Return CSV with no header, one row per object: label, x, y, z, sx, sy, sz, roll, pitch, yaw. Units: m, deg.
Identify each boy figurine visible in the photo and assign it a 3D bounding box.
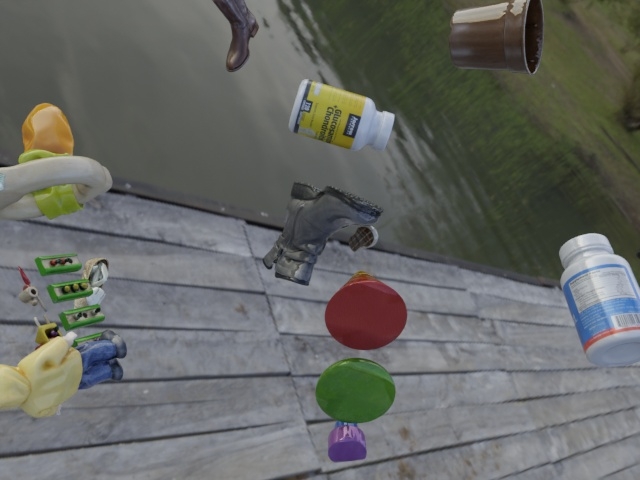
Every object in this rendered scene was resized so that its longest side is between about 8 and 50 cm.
boy figurine,-0.509,0.260,1.166,0.092,0.177,0.285,28,25,33

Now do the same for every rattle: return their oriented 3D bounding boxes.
rattle,-0.311,-0.092,0.619,0.200,0.130,0.142,-1,87,-66

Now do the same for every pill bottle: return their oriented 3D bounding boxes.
pill bottle,0.505,0.102,1.106,0.124,0.124,0.221,27,43,-34
pill bottle,0.040,-0.229,1.164,0.184,0.103,0.103,16,37,-3

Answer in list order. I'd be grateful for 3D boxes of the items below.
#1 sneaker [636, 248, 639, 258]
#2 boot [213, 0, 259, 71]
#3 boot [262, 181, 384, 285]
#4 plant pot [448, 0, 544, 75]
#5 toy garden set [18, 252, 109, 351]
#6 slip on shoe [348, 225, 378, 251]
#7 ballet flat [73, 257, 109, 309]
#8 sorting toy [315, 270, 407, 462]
sneaker,0.480,-0.033,0.846,0.086,0.132,0.228,2,58,-54
boot,-0.138,-0.328,0.930,0.114,0.037,0.106,55,47,-61
boot,0.000,0.000,1.334,0.118,0.222,0.338,22,-3,-25
plant pot,0.369,-0.432,1.310,0.167,0.165,0.166,-19,112,-56
toy garden set,-0.558,0.138,1.350,0.244,0.049,0.204,63,22,8
slip on shoe,0.103,-0.006,1.360,0.041,0.135,0.051,-20,81,-20
ballet flat,-0.600,0.124,1.637,0.073,0.067,0.206,50,25,-47
sorting toy,0.057,0.194,1.019,0.127,0.365,0.126,4,28,-2
